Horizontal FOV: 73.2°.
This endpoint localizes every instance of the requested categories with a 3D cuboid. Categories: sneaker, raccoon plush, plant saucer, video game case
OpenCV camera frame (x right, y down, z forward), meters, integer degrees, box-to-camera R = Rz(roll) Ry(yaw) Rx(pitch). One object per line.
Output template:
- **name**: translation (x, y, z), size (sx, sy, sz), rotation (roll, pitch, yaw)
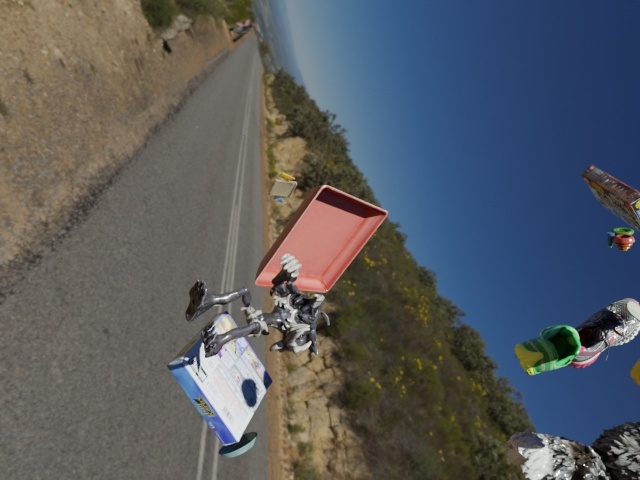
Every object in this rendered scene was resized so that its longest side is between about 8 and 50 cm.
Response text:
- **sneaker**: translation (0.622, 0.281, 1.119), size (0.296, 0.123, 0.109), rotation (-5, 70, -43)
- **raccoon plush**: translation (0.575, 0.328, 0.686), size (0.299, 0.447, 0.216), rotation (-66, -160, 16)
- **plant saucer**: translation (0.000, 0.000, 0.961), size (0.258, 0.259, 0.047), rotation (14, 28, -51)
- **plant saucer**: translation (-0.234, 0.594, 1.244), size (0.119, 0.119, 0.021), rotation (41, 26, -86)
- **sneaker**: translation (0.896, 0.285, 1.360), size (0.121, 0.299, 0.112), rotation (45, -12, 44)
- **video game case**: translation (-0.266, 0.371, 1.196), size (0.269, 0.061, 0.244), rotation (60, 25, -11)

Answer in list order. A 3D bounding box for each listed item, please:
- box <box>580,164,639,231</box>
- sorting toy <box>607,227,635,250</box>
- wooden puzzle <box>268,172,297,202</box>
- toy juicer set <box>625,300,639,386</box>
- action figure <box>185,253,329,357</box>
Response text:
- **box**: translation (0.529, -0.071, 0.761), size (0.094, 0.027, 0.137), rotation (43, 18, -25)
- **sorting toy**: translation (0.810, -0.001, 1.163), size (0.102, 0.061, 0.042), rotation (-33, 119, -52)
- **wooden puzzle**: translation (-0.116, -0.162, 1.318), size (0.116, 0.079, 0.014), rotation (-48, -136, 38)
- **toy juicer set**: translation (0.559, 0.176, 0.611), size (0.209, 0.089, 0.329), rotation (40, 27, 22)
- **action figure**: translation (-0.071, 0.120, 0.726), size (0.141, 0.276, 0.164), rotation (-40, -119, 42)
